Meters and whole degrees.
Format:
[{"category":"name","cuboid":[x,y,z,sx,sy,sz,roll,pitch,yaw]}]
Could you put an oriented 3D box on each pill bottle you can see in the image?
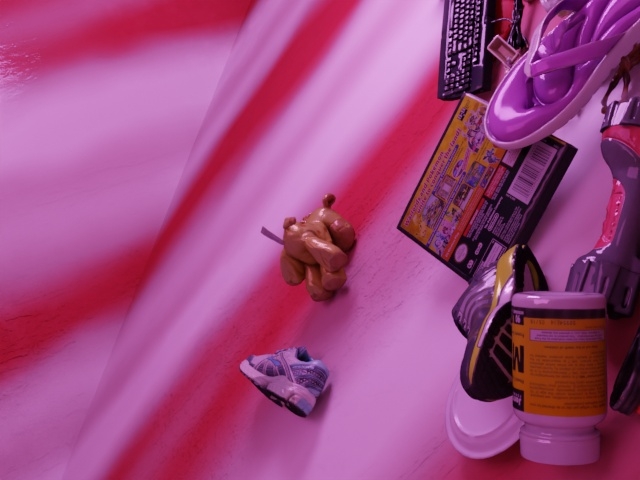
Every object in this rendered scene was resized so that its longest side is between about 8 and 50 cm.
[{"category":"pill bottle","cuboid":[0.304,0.171,1.066,0.119,0.119,0.209,-2,89,60]}]

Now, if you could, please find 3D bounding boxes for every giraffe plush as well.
[{"category":"giraffe plush","cuboid":[0.000,0.000,1.815,0.170,0.210,0.181,-41,-6,-43]}]

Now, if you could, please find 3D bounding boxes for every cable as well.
[{"category":"cable","cuboid":[0.435,0.118,1.053,0.139,0.072,0.287,-55,9,53]}]

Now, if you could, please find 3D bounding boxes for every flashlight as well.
[{"category":"flashlight","cuboid":[0.413,-0.047,1.169,0.103,0.103,0.304,116,175,-78]}]

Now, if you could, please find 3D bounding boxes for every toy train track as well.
[{"category":"toy train track","cuboid":[0.360,-0.352,1.643,0.048,0.014,0.083,-41,34,36]}]

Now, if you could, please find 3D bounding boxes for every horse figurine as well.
[{"category":"horse figurine","cuboid":[0.457,-0.294,1.361,0.263,0.066,0.174,25,93,61]}]

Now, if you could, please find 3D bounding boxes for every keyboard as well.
[{"category":"keyboard","cuboid":[0.325,-0.436,1.679,0.201,0.033,0.317,-11,64,39]}]

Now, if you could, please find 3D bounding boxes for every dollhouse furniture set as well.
[{"category":"dollhouse furniture set","cuboid":[0.329,-0.329,1.553,0.091,0.081,0.114,-51,55,21]}]

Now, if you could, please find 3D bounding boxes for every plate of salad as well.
[{"category":"plate of salad","cuboid":[0.261,0.229,1.229,0.200,0.048,0.200,-43,28,30]}]

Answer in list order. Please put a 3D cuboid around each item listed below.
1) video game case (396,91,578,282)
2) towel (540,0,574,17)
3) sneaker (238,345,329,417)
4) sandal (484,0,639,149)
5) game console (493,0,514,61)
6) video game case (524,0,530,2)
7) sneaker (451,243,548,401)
[{"category":"video game case","cuboid":[0.269,-0.083,1.410,0.248,0.035,0.275,41,111,45]},{"category":"towel","cuboid":[0.506,-0.607,1.485,0.374,0.090,0.320,-46,31,29]},{"category":"sneaker","cuboid":[-0.067,0.278,1.740,0.122,0.110,0.283,-50,26,-15]},{"category":"sandal","cuboid":[0.397,-0.321,1.294,0.416,0.102,0.169,-45,37,9]},{"category":"game console","cuboid":[0.346,-0.433,1.744,0.144,0.085,0.124,-61,-5,0]},{"category":"video game case","cuboid":[0.510,-0.588,1.586,0.285,0.025,0.204,-14,53,57]},{"category":"sneaker","cuboid":[0.249,0.129,1.214,0.121,0.111,0.300,-31,15,37]}]
